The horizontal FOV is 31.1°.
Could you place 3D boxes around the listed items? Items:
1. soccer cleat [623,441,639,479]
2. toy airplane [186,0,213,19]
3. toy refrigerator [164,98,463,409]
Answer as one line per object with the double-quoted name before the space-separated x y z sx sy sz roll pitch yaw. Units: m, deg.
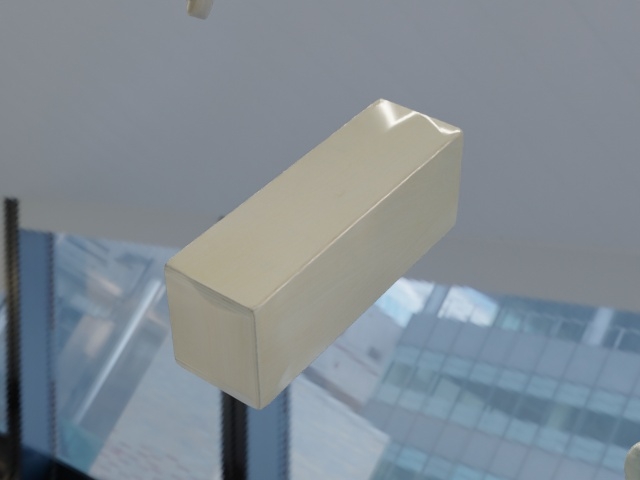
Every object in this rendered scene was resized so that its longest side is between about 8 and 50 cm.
"soccer cleat" 0.280 0.233 0.877 0.076 0.068 0.196 11 40 -32
"toy airplane" -0.061 -0.474 1.302 0.272 0.385 0.386 20 -15 -4
"toy refrigerator" 0.000 0.000 0.899 0.094 0.269 0.102 25 -44 27
